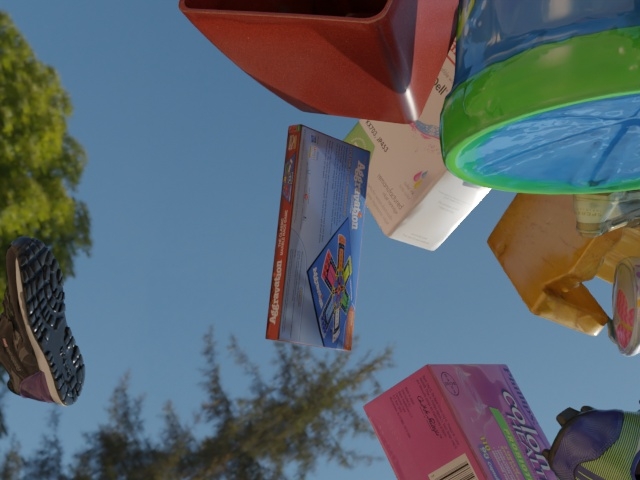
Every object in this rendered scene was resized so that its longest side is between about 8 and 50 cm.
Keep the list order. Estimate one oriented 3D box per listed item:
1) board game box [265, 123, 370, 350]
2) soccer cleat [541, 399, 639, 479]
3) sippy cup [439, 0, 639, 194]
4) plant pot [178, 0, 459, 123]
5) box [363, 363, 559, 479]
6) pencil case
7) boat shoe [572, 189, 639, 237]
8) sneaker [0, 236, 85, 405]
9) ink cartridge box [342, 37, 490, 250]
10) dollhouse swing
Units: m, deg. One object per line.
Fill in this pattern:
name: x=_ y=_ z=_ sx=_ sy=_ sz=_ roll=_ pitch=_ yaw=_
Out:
board game box: x=0.000 y=0.000 z=1.244 sx=0.027 sy=0.145 sz=0.281 roll=-3 pitch=-103 yaw=44
soccer cleat: x=0.344 y=0.207 z=0.915 sx=0.121 sy=0.289 sz=0.093 roll=37 pitch=-59 yaw=45
sippy cup: x=0.186 y=-0.163 z=0.587 sx=0.305 sy=0.240 sz=0.224 roll=-18 pitch=-110 yaw=53
plant pot: x=0.036 y=-0.290 z=1.135 sx=0.267 sy=0.267 sz=0.236 roll=11 pitch=-27 yaw=29
box: x=0.205 y=0.284 z=1.243 sx=0.117 sy=0.243 sz=0.214 roll=-38 pitch=-116 yaw=25
pencil case: x=0.462 y=0.075 z=1.030 sx=0.273 sy=0.114 sz=0.124 roll=1 pitch=-27 yaw=4
boat shoe: x=0.272 y=-0.027 z=0.861 sx=0.056 sy=0.153 sz=0.048 roll=8 pitch=-85 yaw=32
sneaker: x=-0.449 y=0.127 z=1.388 sx=0.124 sy=0.107 sz=0.283 roll=2 pitch=-62 yaw=13
ink cartridge box: x=0.198 y=-0.183 z=1.374 sx=0.353 sy=0.119 sz=0.207 roll=-50 pitch=-133 yaw=22
dollhouse swing: x=0.431 y=-0.042 z=1.110 sx=0.305 sy=0.315 sz=0.347 roll=28 pitch=-73 yaw=-13
